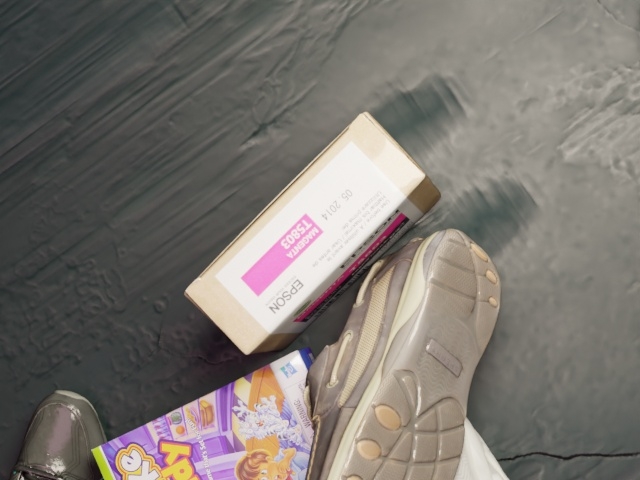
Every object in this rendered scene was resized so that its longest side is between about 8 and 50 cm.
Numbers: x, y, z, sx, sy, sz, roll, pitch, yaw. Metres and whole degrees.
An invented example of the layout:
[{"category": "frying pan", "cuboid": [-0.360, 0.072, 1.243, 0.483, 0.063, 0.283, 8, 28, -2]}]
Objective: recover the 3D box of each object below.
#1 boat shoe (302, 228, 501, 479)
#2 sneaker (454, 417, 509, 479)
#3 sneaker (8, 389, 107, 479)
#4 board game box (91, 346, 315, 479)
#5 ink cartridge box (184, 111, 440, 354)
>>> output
[{"category": "boat shoe", "cuboid": [0.059, 0.151, 1.256, 0.132, 0.130, 0.355, 45, 56, -28]}, {"category": "sneaker", "cuboid": [0.162, 0.267, 1.286, 0.108, 0.169, 0.292, -43, 46, 11]}, {"category": "sneaker", "cuboid": [-0.281, 0.286, 1.355, 0.101, 0.106, 0.267, 9, 88, 10]}, {"category": "board game box", "cuboid": [-0.045, 0.313, 1.330, 0.233, 0.078, 0.347, -27, 84, 7]}, {"category": "ink cartridge box", "cuboid": [0.000, 0.000, 1.278, 0.234, 0.193, 0.088, -44, 82, 5]}]
